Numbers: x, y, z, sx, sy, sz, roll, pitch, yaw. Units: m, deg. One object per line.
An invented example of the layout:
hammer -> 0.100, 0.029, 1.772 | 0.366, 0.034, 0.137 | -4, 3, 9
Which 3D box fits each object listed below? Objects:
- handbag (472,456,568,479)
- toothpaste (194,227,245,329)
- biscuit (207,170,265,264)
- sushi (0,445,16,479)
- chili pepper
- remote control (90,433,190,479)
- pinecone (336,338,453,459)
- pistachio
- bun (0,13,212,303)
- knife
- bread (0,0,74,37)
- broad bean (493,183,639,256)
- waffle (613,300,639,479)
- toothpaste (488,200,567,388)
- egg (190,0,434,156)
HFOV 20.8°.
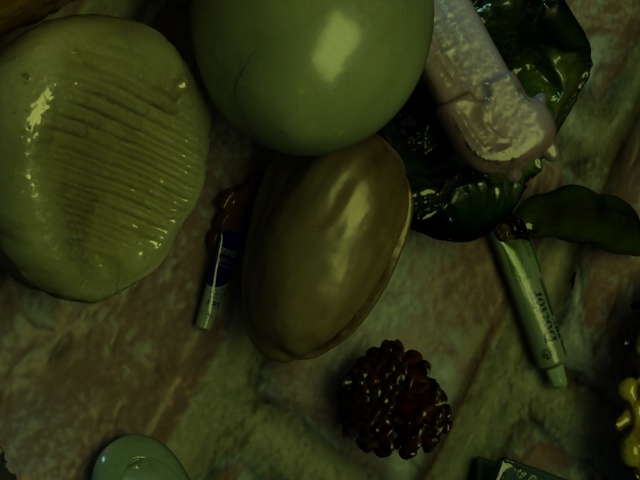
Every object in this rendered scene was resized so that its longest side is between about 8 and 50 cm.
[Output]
handbag -> 0.177, 0.322, 1.572 | 0.179, 0.062, 0.229 | 21, 77, -28
toothpaste -> -0.084, 0.032, 1.422 | 0.024, 0.015, 0.083 | 20, 88, -36
biscuit -> -0.051, -0.010, 1.450 | 0.092, 0.016, 0.082 | 41, 75, -33
sushi -> -0.331, 0.297, 1.239 | 0.320, 0.069, 0.339 | -35, 108, -38
chili pepper -> 0.132, -0.110, 1.533 | 0.148, 0.116, 0.264 | 46, 66, -37
remote control -> -0.114, 0.274, 1.387 | 0.097, 0.045, 0.256 | -29, 107, -30
pinecone -> 0.062, 0.139, 1.484 | 0.109, 0.102, 0.102 | 45, 63, -55
pistachio -> 0.000, 0.000, 1.406 | 0.206, 0.131, 0.129 | -67, 159, -1
bun -> -0.190, -0.064, 1.290 | 0.231, 0.133, 0.231 | -25, 121, -49
knife -> 0.072, -0.225, 1.462 | 0.132, 0.038, 0.398 | -28, 85, -9
bread -> -0.167, -0.331, 1.182 | 0.361, 0.394, 0.250 | -31, 90, -27
broad bean -> 0.238, -0.020, 1.583 | 0.297, 0.043, 0.060 | 6, 78, -54
waffle -> 0.388, 0.177, 1.685 | 0.329, 0.062, 0.329 | 10, 76, -44
toothpaste -> 0.191, 0.045, 1.605 | 0.048, 0.029, 0.197 | -24, 99, -32
egg -> -0.006, -0.171, 1.334 | 0.186, 0.186, 0.253 | 34, 39, -28
